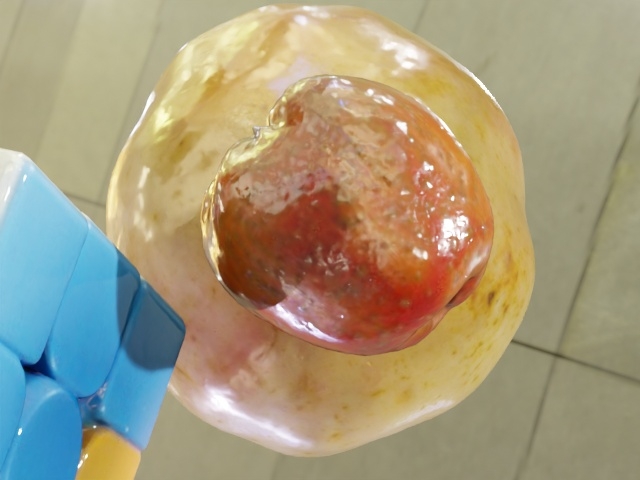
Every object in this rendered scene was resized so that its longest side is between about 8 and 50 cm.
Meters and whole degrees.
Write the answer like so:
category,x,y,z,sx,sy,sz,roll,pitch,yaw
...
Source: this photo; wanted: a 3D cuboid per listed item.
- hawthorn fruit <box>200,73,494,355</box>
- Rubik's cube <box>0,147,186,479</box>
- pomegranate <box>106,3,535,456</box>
category,x,y,z,sx,sy,sz,roll,pitch,yaw
hawthorn fruit,0.020,-0.013,1.009,0.189,0.189,0.189,-40,40,46
Rubik's cube,-0.289,0.105,0.949,0.292,0.291,0.290,59,-135,-66
pomegranate,0.000,0.000,1.422,0.411,0.411,0.412,-40,40,46
